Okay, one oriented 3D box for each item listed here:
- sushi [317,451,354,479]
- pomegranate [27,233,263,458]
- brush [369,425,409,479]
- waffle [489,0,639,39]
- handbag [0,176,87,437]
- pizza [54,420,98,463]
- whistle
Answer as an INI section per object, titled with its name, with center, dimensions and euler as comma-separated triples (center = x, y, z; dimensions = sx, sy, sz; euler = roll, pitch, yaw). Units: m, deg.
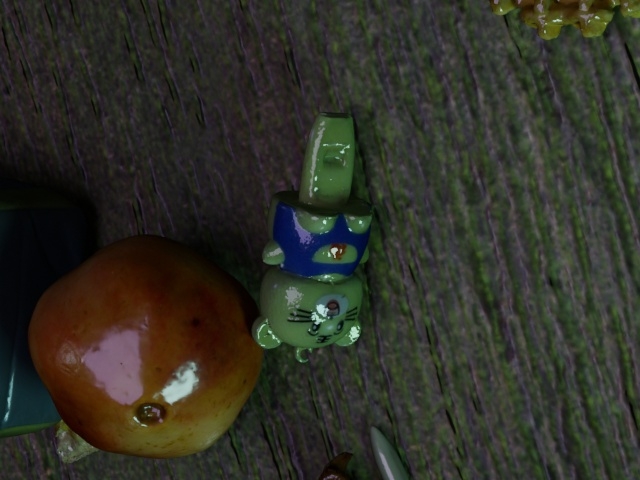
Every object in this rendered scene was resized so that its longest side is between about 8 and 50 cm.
[sushi]
center = 0.035, 0.253, 1.718
dimensions = 0.052, 0.055, 0.120
euler = -43, 68, 22
[pomegranate]
center = -0.155, 0.094, 1.715
dimensions = 0.209, 0.209, 0.209
euler = 6, 102, 30
[brush]
center = 0.103, 0.304, 1.697
dimensions = 0.042, 0.039, 0.299
euler = -30, 82, 33
[waffle]
center = 0.199, -0.289, 1.516
dimensions = 0.253, 0.056, 0.249
euler = -38, 78, 32
[handbag]
center = -0.373, 0.057, 1.836
dimensions = 0.241, 0.222, 0.263
euler = 13, 105, 34
[pizza]
center = -0.235, 0.184, 1.888
dimensions = 0.123, 0.026, 0.109
euler = 33, 117, 22
[whistle]
center = 0.000, 0.000, 1.668
dimensions = 0.085, 0.105, 0.227
euler = 37, 122, 58
